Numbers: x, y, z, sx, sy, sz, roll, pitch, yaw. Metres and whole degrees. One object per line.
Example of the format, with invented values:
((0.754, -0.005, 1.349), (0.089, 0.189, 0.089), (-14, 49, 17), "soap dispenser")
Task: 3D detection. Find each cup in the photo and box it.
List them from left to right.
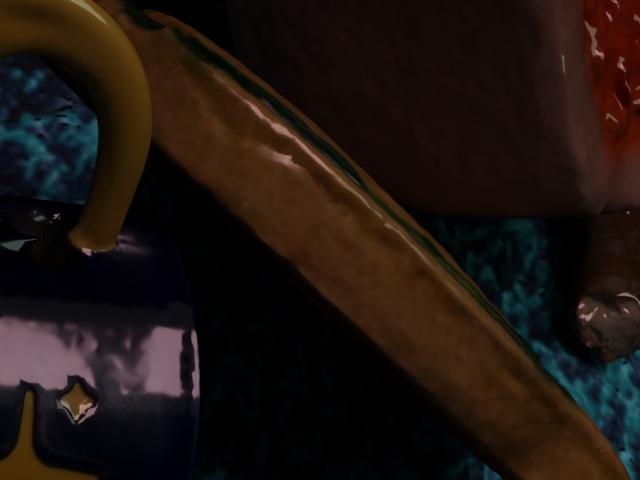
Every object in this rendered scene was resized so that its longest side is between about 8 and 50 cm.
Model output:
((-0.188, 0.016, 0.715), (0.256, 0.178, 0.255), (9, 94, -30), "cup")

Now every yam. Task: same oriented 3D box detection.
((0.174, -0.031, 1.153), (0.057, 0.057, 0.241), (25, 45, -18), "yam")

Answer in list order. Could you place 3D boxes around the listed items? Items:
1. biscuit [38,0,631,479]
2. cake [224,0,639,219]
((0.001, -0.001, 0.885), (0.344, 0.057, 0.287), (44, -4, -30), "biscuit")
((0.093, -0.167, 0.996), (0.237, 0.230, 0.309), (-22, 106, -43), "cake")
